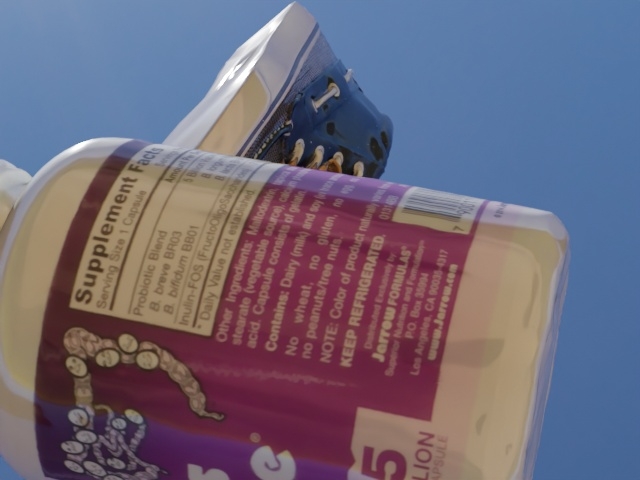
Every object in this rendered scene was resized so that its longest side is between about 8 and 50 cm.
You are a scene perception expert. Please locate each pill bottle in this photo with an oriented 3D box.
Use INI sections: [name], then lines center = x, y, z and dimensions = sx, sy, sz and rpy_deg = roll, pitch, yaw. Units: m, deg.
[pill bottle]
center = -0.048, 0.045, 0.693
dimensions = 0.301, 0.169, 0.169
rpy_deg = 10, -121, 12

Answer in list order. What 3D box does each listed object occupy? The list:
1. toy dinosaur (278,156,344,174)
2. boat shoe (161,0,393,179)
[toy dinosaur]
center = 0.000, 0.000, 1.132
dimensions = 0.112, 0.064, 0.211
rpy_deg = 60, -144, -26
[boat shoe]
center = -0.026, -0.071, 1.240
dimensions = 0.158, 0.127, 0.340
rpy_deg = 47, -149, -12
